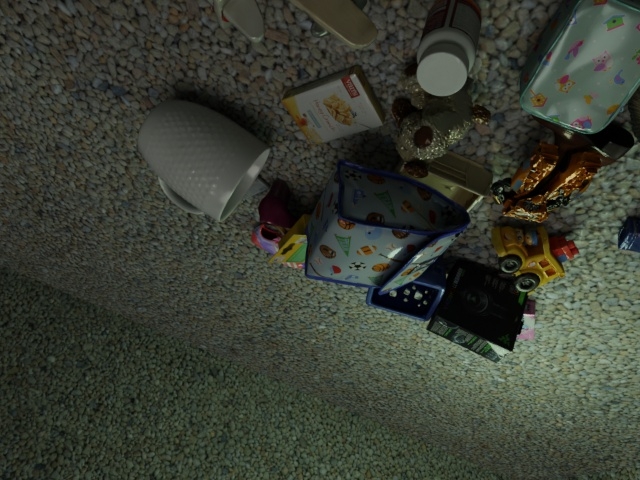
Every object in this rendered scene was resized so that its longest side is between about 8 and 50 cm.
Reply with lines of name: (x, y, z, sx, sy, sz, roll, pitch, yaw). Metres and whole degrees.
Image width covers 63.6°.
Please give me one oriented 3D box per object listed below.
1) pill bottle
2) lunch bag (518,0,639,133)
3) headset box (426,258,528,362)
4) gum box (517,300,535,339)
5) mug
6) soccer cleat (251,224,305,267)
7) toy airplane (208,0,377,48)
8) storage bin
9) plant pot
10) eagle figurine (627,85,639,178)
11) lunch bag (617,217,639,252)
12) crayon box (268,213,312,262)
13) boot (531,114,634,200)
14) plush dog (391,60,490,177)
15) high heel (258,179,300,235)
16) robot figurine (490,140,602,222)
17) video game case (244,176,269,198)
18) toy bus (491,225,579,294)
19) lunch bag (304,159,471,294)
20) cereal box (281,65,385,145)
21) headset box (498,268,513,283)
pill bottle: (0.270, -0.412, 1.092, 0.121, 0.221, 0.121, 13, 144, 10)
lunch bag: (0.565, -0.370, 1.082, 0.224, 0.108, 0.279, 18, 135, -2)
headset box: (0.543, 0.243, 1.755, 0.283, 0.246, 0.131, 26, 151, 9)
gum box: (0.741, 0.292, 1.924, 0.107, 0.062, 0.188, 2, 141, 23)
mug: (-0.381, -0.230, 1.578, 0.328, 0.276, 0.374, 34, 134, -2)
soccer cleat: (-0.151, 0.025, 1.984, 0.248, 0.083, 0.095, 31, 138, -11)
toy airplane: (-0.076, -0.568, 1.011, 0.384, 0.272, 0.386, -1, 107, 8)
storage bin: (0.323, -0.133, 1.515, 0.260, 0.123, 0.262, 23, 143, -3)
plant pot: (0.300, 0.111, 1.768, 0.235, 0.212, 0.236, 15, 143, 6)
eagle figurine: (0.794, -0.244, 1.107, 0.226, 0.225, 0.298, -3, 150, 44)
lunch bag: (0.877, -0.017, 1.454, 0.065, 0.067, 0.098, 9, 142, 14)
crayon box: (0.000, 0.000, 1.745, 0.322, 0.083, 0.203, 2, 151, -32)
boot: (0.594, -0.225, 1.330, 0.264, 0.096, 0.280, 17, 152, -8)
plush dog: (0.272, -0.283, 1.291, 0.210, 0.263, 0.225, 5, 159, -26)
high heel: (-0.119, -0.021, 1.816, 0.127, 0.181, 0.377, -2, 138, 28)
robot figurine: (0.562, -0.136, 1.316, 0.211, 0.085, 0.291, 11, 154, 0)
video game case: (-0.272, -0.210, 1.765, 0.119, 0.015, 0.166, -19, 136, 39)
toy bus: (0.656, 0.031, 1.572, 0.211, 0.149, 0.220, -29, 120, 31)
lunch bag: (0.179, -0.010, 1.454, 0.385, 0.239, 0.328, 11, 146, -15)
cereal box: (0.036, -0.362, 1.415, 0.240, 0.047, 0.173, -10, 135, 34)
headset box: (0.647, 0.125, 1.775, 0.062, 0.032, 0.083, 1, 141, 24)
